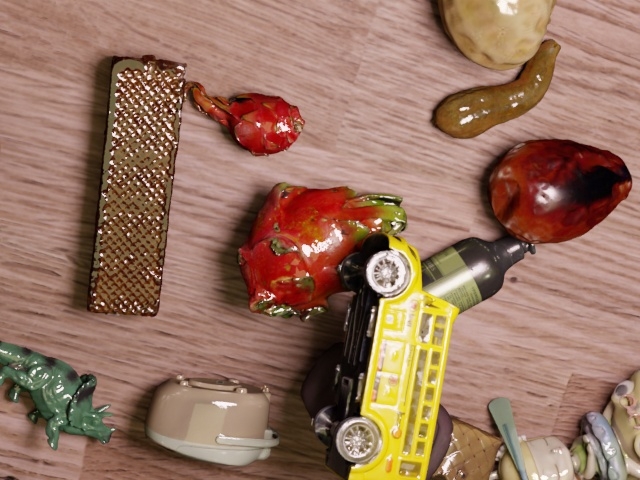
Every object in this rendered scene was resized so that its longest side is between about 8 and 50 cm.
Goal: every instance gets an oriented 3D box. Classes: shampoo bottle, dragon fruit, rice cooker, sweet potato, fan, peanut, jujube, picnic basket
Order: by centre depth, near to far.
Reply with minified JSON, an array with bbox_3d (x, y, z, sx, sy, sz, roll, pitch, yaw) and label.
[{"bbox_3d":[0.253,-0.436,1.499,0.192,0.169,0.387,-5,104,5],"label":"peanut"},{"bbox_3d":[-0.114,-0.181,1.555,0.190,0.094,0.094,19,100,11],"label":"dragon fruit"},{"bbox_3d":[0.006,0.021,1.569,0.269,0.198,0.200,3,82,-18],"label":"dragon fruit"},{"bbox_3d":[-0.164,0.274,1.615,0.206,0.145,0.127,5,92,-13],"label":"rice cooker"},{"bbox_3d":[0.281,-0.222,1.616,0.233,0.062,0.081,-30,105,-5],"label":"sweet potato"},{"bbox_3d":[0.371,-0.083,1.619,0.236,0.168,0.168,-13,106,-24],"label":"jujube"},{"bbox_3d":[0.207,0.063,1.648,0.283,0.101,0.101,-28,106,-2],"label":"shampoo bottle"},{"bbox_3d":[0.314,0.338,1.700,0.038,0.193,0.016,-27,142,15],"label":"fan"},{"bbox_3d":[0.202,0.378,1.707,0.137,0.128,0.178,25,81,-12],"label":"picnic basket"}]

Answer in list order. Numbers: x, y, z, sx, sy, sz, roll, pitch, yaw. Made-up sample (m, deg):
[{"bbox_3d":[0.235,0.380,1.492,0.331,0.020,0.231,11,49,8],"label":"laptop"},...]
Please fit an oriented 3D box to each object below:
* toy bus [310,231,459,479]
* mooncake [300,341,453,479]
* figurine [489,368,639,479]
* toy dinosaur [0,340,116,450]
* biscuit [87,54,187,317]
[{"bbox_3d":[0.093,0.160,1.431,0.152,0.144,0.330,11,86,-13],"label":"toy bus"},{"bbox_3d":[0.086,0.264,1.605,0.245,0.245,0.133,32,96,-15],"label":"mooncake"},{"bbox_3d":[0.468,0.365,1.745,0.394,0.227,0.274,-19,134,1],"label":"figurine"},{"bbox_3d":[-0.437,0.223,1.591,0.292,0.079,0.120,30,91,-18],"label":"toy dinosaur"},{"bbox_3d":[-0.271,-0.079,1.548,0.107,0.073,0.388,6,103,-12],"label":"biscuit"}]
